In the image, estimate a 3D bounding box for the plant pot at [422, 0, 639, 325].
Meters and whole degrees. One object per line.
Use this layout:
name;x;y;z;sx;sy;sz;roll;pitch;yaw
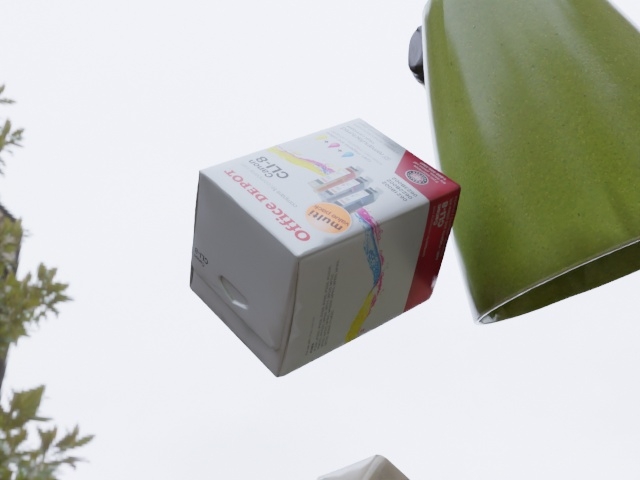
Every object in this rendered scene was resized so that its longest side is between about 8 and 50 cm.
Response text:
plant pot;0.213;-0.110;0.802;0.274;0.294;0.275;-20;-14;-5

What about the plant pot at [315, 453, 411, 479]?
plant pot;0.029;0.211;0.533;0.109;0.096;0.109;42;-31;-1

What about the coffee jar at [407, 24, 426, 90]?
coffee jar;0.200;-0.249;1.341;0.079;0.096;0.184;-12;-33;28

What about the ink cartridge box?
ink cartridge box;0.000;0.000;0.716;0.176;0.128;0.127;-24;-41;-35
